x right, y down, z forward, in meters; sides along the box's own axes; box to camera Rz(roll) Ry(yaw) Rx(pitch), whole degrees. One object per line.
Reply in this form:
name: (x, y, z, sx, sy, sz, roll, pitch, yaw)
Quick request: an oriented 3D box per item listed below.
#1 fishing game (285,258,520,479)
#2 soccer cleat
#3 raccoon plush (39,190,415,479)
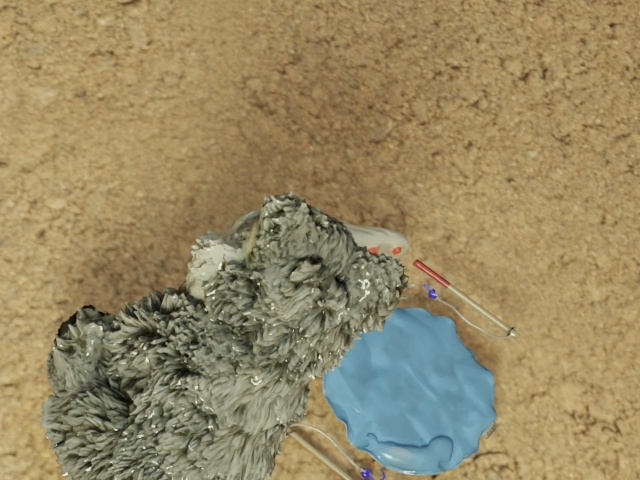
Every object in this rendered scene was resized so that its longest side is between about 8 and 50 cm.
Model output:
fishing game: (0.090, 0.152, 1.753, 0.189, 0.041, 0.264, 35, 58, 2)
soccer cleat: (0.000, 0.000, 1.802, 0.196, 0.068, 0.076, -5, 57, -24)
raccoon plush: (-0.057, 0.176, 1.467, 0.216, 0.299, 0.446, 20, 50, -44)
